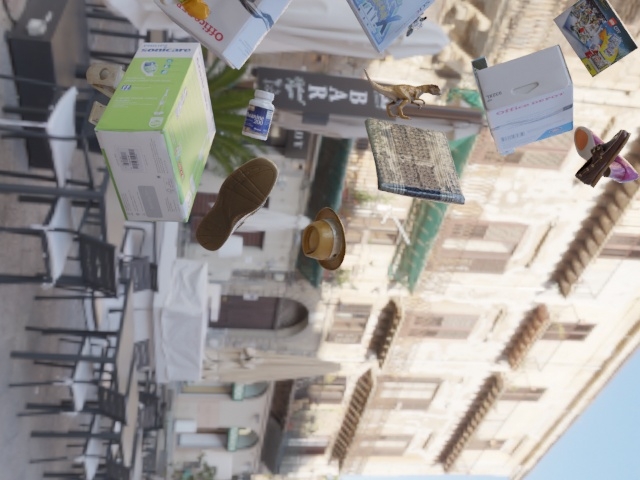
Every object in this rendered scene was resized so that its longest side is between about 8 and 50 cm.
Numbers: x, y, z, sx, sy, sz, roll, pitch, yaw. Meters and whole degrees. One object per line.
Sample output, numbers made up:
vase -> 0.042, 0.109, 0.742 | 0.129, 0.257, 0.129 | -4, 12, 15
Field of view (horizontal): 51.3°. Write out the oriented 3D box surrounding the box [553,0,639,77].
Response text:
box -> 0.884, -0.667, 2.144 | 0.159, 0.233, 0.044 | -33, -176, 34

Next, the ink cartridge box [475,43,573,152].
ink cartridge box -> 0.566, -0.380, 1.833 | 0.307, 0.223, 0.129 | 33, 44, -66

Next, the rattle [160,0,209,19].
rattle -> -0.358, -0.694, 1.729 | 0.142, 0.130, 0.199 | 57, -34, 38

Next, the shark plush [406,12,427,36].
shark plush -> 0.325, -0.748, 2.239 | 0.161, 0.067, 0.073 | 90, -6, -80

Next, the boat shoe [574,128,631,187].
boat shoe -> 0.802, -0.238, 1.904 | 0.073, 0.073, 0.207 | -43, 162, -42

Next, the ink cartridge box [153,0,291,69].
ink cartridge box -> -0.253, -0.759, 1.981 | 0.395, 0.285, 0.166 | -52, 170, 5

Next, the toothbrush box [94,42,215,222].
toothbrush box -> -0.287, -0.202, 1.221 | 0.206, 0.122, 0.283 | 87, 8, -46

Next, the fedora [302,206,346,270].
fedora -> 0.000, 0.000, 1.929 | 0.194, 0.079, 0.194 | 22, -64, 57

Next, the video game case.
video game case -> 0.230, -0.738, 1.957 | 0.036, 0.300, 0.329 | 50, 7, 25

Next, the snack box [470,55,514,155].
snack box -> 0.634, -0.492, 2.451 | 0.187, 0.060, 0.322 | 33, 44, -60

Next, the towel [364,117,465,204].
towel -> 0.303, -0.258, 2.192 | 0.056, 0.312, 0.324 | 119, -28, -48

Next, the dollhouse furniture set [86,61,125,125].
dollhouse furniture set -> -0.547, -0.364, 1.797 | 0.182, 0.101, 0.161 | 31, 74, -66

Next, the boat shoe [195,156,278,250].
boat shoe -> -0.199, -0.096, 1.608 | 0.285, 0.104, 0.089 | -44, -176, 24

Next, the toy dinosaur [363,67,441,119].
toy dinosaur -> 0.187, -0.355, 1.623 | 0.064, 0.212, 0.112 | -138, -129, -66

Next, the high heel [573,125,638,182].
high heel -> 0.881, -0.270, 2.064 | 0.244, 0.117, 0.082 | -110, -148, -47

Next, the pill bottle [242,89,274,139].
pill bottle -> -0.158, -0.325, 1.721 | 0.067, 0.067, 0.120 | -126, -130, -76
